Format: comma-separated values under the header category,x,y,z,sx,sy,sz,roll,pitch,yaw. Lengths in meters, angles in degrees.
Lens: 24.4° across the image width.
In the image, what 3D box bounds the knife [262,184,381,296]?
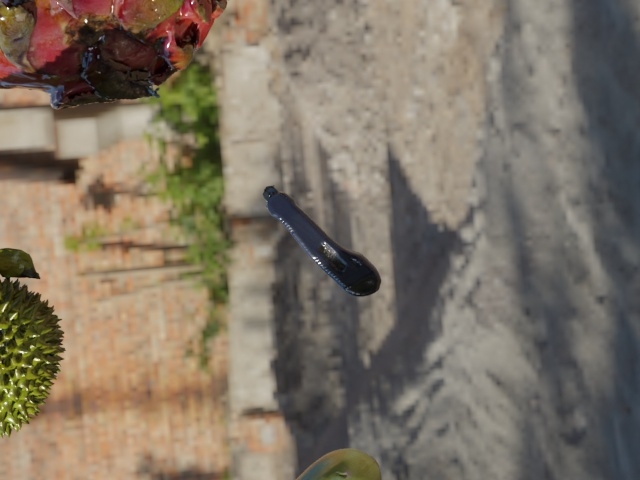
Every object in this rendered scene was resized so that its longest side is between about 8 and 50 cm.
category,x,y,z,sx,sy,sz,roll,pitch,yaw
knife,0.000,0.000,1.177,0.121,0.031,0.018,45,-175,-7

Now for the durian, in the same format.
category,x,y,z,sx,sy,sz,roll,pitch,yaw
durian,-0.301,0.104,1.287,0.159,0.198,0.146,45,-152,-31

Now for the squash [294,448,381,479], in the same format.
category,x,y,z,sx,sy,sz,roll,pitch,yaw
squash,-0.036,0.328,1.692,0.083,0.250,0.083,52,178,2

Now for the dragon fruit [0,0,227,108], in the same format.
category,x,y,z,sx,sy,sz,roll,pitch,yaw
dragon fruit,-0.219,-0.274,1.449,0.250,0.291,0.269,85,164,-52
